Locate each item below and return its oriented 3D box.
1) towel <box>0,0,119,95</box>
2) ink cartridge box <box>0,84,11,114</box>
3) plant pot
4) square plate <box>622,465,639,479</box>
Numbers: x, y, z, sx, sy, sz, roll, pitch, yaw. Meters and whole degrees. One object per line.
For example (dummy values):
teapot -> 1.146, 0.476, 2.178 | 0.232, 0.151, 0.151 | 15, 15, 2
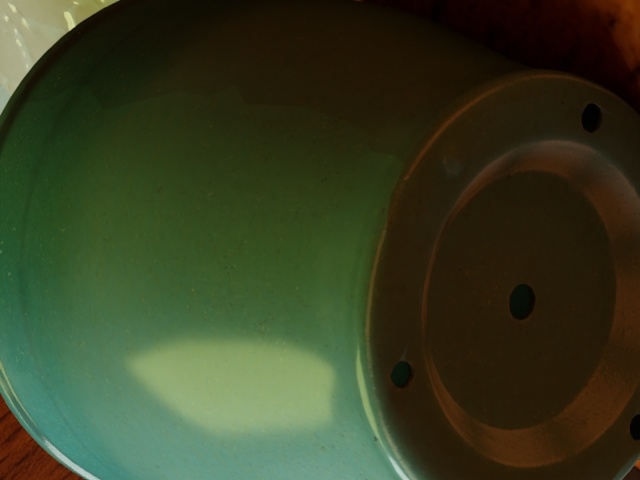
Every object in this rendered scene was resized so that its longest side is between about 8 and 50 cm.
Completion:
towel -> -0.140, -0.153, 0.993 | 0.317, 0.053, 0.332 | 50, 148, -2
ink cartridge box -> -0.193, -0.126, 1.263 | 0.153, 0.087, 0.208 | 54, -161, -20
plant pot -> 0.016, 0.012, 0.662 | 0.255, 0.272, 0.272 | 7, 139, 54
square plate -> 0.008, 0.129, 0.921 | 0.347, 0.049, 0.344 | 33, -155, 34
